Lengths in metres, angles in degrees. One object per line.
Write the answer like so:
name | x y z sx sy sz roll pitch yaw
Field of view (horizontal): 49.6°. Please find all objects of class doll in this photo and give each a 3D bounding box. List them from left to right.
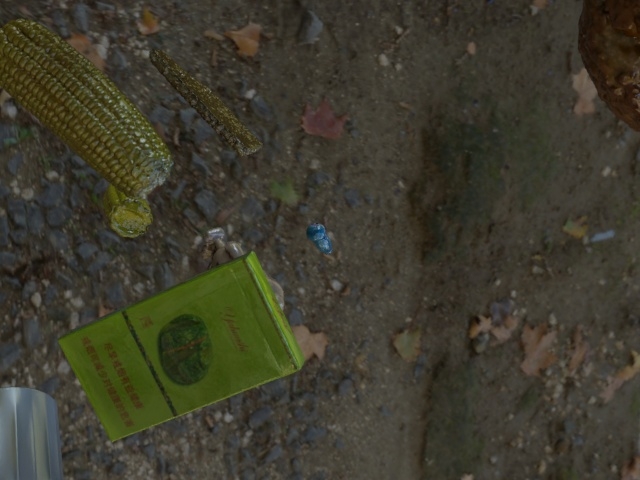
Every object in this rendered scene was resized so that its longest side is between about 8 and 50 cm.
doll | -0.178 0.093 1.515 0.119 0.278 0.154 -17 134 -34

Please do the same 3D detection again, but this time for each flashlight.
flashlight | 0.000 0.000 1.789 0.051 0.051 0.129 -41 146 -8

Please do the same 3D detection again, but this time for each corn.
corn | -0.374 -0.206 1.091 0.344 0.131 0.131 42 86 1

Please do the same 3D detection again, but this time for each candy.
candy | -0.461 -0.087 1.623 0.094 0.199 0.106 -45 125 1

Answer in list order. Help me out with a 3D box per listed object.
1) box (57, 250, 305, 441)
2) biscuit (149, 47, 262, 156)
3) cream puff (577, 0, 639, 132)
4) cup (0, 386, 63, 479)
box | -0.211 0.164 1.041 0.334 0.047 0.187 -23 97 13
biscuit | -0.200 -0.240 1.213 0.026 0.131 0.237 -43 94 12
cream puff | 0.369 -0.173 0.583 0.302 0.303 0.212 9 93 -28
cup | -0.696 0.497 1.440 0.236 0.327 0.322 -39 138 22
